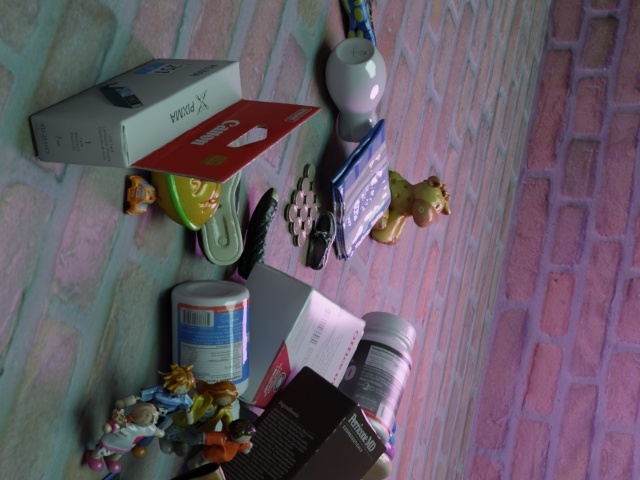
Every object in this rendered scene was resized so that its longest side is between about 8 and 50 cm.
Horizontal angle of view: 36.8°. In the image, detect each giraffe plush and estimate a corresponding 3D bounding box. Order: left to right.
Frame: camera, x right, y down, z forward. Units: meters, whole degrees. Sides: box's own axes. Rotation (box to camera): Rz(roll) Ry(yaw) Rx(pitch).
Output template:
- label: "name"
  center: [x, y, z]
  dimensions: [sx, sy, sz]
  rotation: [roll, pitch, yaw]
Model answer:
- label: "giraffe plush"
  center: [0.223, -0.089, 2.325]
  dimensions: [0.181, 0.171, 0.210]
  rotation: [18, 80, -67]

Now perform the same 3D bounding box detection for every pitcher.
- label: "pitcher"
  center: [0.076, -0.334, 2.001]
  dimensions: [0.207, 0.126, 0.177]
  rotation: [83, 8, -53]

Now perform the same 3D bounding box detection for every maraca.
- label: "maraca"
  center: [-0.203, -0.100, 1.410]
  dimensions: [0.127, 0.099, 0.185]
  rotation: [-86, 163, -53]

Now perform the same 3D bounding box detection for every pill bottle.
- label: "pill bottle"
  center: [-0.174, 0.182, 1.524]
  dimensions: [0.124, 0.124, 0.221]
  rotation: [-27, 121, -63]
- label: "pill bottle"
  center: [0.114, 0.314, 2.192]
  dimensions: [0.161, 0.161, 0.283]
  rotation: [68, 36, -49]

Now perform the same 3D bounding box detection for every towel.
- label: "towel"
  center: [0.092, -0.103, 2.075]
  dimensions: [0.209, 0.034, 0.285]
  rotation: [-53, 156, -25]

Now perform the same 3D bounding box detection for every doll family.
- label: "doll family"
  center: [-0.212, 0.252, 1.393]
  dimensions: [0.263, 0.163, 0.118]
  rotation: [19, 34, -40]

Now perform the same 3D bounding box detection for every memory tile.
- label: "memory tile"
  center: [-0.032, -0.070, 1.934]
  dimensions: [0.113, 0.012, 0.148]
  rotation: [71, 33, -46]

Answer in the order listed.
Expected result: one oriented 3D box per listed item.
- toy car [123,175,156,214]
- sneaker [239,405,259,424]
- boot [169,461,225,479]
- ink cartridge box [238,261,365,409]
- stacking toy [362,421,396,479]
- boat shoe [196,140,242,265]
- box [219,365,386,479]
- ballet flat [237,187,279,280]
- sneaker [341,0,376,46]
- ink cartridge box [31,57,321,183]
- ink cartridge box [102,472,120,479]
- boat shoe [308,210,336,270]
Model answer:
- label: "toy car"
  center: [-0.267, -0.075, 1.340]
  dimensions: [0.122, 0.041, 0.060]
  rotation: [41, 59, -64]
- label: "sneaker"
  center: [-0.144, 0.405, 1.705]
  dimensions: [0.115, 0.090, 0.232]
  rotation: [-39, 130, -55]
- label: "boot"
  center: [-0.207, 0.494, 1.381]
  dimensions: [0.264, 0.096, 0.280]
  rotation: [-28, 113, -14]
- label: "ink cartridge box"
  center: [-0.058, 0.194, 1.736]
  dimensions: [0.226, 0.131, 0.306]
  rotation: [-63, 156, -7]
- label: "stacking toy"
  center: [0.138, 0.404, 2.323]
  dimensions: [0.141, 0.141, 0.330]
  rotation: [71, 30, -46]
- label: "boat shoe"
  center: [-0.171, -0.078, 1.552]
  dimensions: [0.079, 0.084, 0.233]
  rotation: [-171, -102, -75]
- label: "box"
  center: [-0.076, 0.420, 1.610]
  dimensions: [0.381, 0.143, 0.191]
  rotation: [-49, 142, -15]
- label: "ballet flat"
  center: [-0.104, -0.010, 1.714]
  dimensions: [0.049, 0.057, 0.173]
  rotation: [18, 84, -22]
- label: "sneaker"
  center: [0.090, -0.474, 2.040]
  dimensions: [0.078, 0.067, 0.188]
  rotation: [-51, 138, -42]
- label: "ink cartridge box"
  center: [-0.175, -0.167, 1.249]
  dimensions: [0.296, 0.261, 0.066]
  rotation: [-46, 138, -56]
- label: "ink cartridge box"
  center: [-0.309, 0.509, 1.380]
  dimensions: [0.186, 0.065, 0.311]
  rotation: [-34, 125, -62]
- label: "boat shoe"
  center: [0.000, 0.000, 1.989]
  dimensions: [0.038, 0.046, 0.125]
  rotation: [5, 99, -72]
